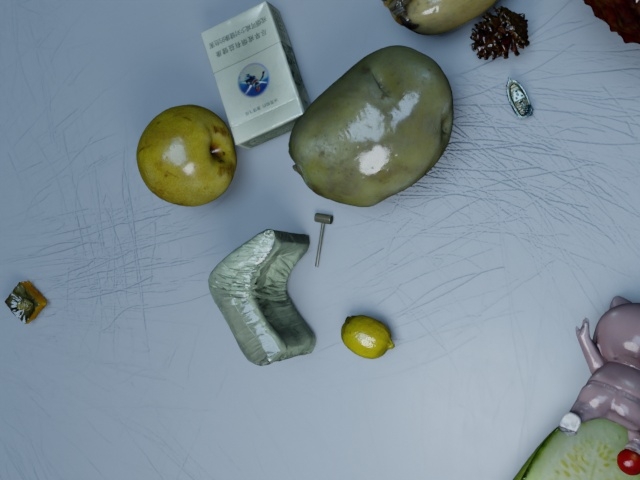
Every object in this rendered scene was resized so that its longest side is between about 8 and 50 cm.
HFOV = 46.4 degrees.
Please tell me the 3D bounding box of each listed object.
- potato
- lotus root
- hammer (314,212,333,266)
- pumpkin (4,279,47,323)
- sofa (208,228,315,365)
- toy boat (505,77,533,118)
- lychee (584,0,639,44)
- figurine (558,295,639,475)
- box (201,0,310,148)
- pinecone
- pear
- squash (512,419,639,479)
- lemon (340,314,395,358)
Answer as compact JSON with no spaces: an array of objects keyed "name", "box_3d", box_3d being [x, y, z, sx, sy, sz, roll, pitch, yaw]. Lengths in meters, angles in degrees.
[{"name":"potato","box_3d":[0.102,-0.201,1.380,0.326,0.221,0.243,-43,87,13]},{"name":"lotus root","box_3d":[0.259,-0.497,1.357,0.310,0.183,0.182,-26,81,16]},{"name":"hammer","box_3d":[0.000,0.000,1.523,0.036,0.019,0.110,11,98,20]},{"name":"pumpkin","box_3d":[-0.692,0.146,1.748,0.083,0.054,0.074,44,107,10]},{"name":"sofa","box_3d":[-0.078,0.112,1.451,0.176,0.210,0.225,-34,75,15]},{"name":"toy boat","box_3d":[0.366,-0.265,1.384,0.038,0.038,0.083,-26,82,17]},{"name":"lychee","box_3d":[0.590,-0.480,1.122,0.425,0.500,0.424,-26,53,40]},{"name":"figurine","box_3d":[0.505,0.233,1.249,0.176,0.186,0.287,14,59,27]},{"name":"box","box_3d":[-0.130,-0.340,1.545,0.164,0.069,0.256,-21,82,18]},{"name":"pinecone","box_3d":[0.329,-0.381,1.374,0.109,0.102,0.102,-3,88,47]},{"name":"pear","box_3d":[-0.279,-0.173,1.531,0.209,0.209,0.208,0,89,20]},{"name":"squash","box_3d":[0.438,0.454,1.259,0.234,0.210,0.309,33,105,3]},{"name":"lemon","box_3d":[0.092,0.189,1.451,0.111,0.082,0.082,25,97,17]}]
